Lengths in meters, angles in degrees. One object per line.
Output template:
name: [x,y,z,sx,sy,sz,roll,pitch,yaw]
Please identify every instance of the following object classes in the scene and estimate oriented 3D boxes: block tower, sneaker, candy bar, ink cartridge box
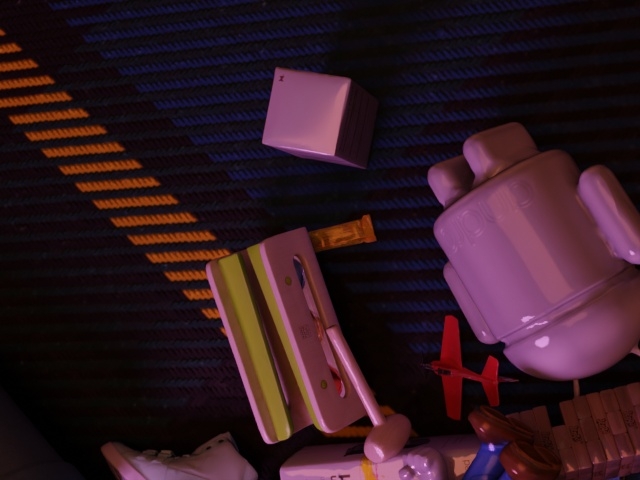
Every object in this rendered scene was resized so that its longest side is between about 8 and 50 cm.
block tower: [0.406,0.228,1.156,0.335,0.091,0.097,-14,59,7]
sneaker: [-0.204,0.335,1.382,0.256,0.094,0.151,21,50,38]
candy bar: [0.000,0.000,1.353,0.161,0.018,0.040,-14,81,16]
ink cartridge box: [0.119,0.386,1.252,0.306,0.131,0.226,-9,86,14]

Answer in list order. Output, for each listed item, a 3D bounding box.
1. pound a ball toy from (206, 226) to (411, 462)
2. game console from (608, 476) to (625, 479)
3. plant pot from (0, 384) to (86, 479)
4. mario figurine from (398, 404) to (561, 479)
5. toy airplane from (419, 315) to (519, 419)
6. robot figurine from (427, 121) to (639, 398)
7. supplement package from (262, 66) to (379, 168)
pound a ball toy: [0.000,0.141,1.272,0.208,0.136,0.319,-21,88,40]
game console: [0.335,0.340,1.219,0.071,0.107,0.122,-1,87,57]
plant pot: [-0.535,0.357,1.355,0.341,0.341,0.334,-46,70,10]
mario figurine: [0.136,0.352,1.080,0.170,0.198,0.320,29,98,12]
toy airplane: [0.194,0.181,1.260,0.151,0.028,0.151,11,107,41]
robot figurine: [0.278,0.027,1.178,0.353,0.200,0.300,60,140,10]
supplement package: [0.005,-0.163,1.272,0.105,0.179,0.105,12,92,17]
